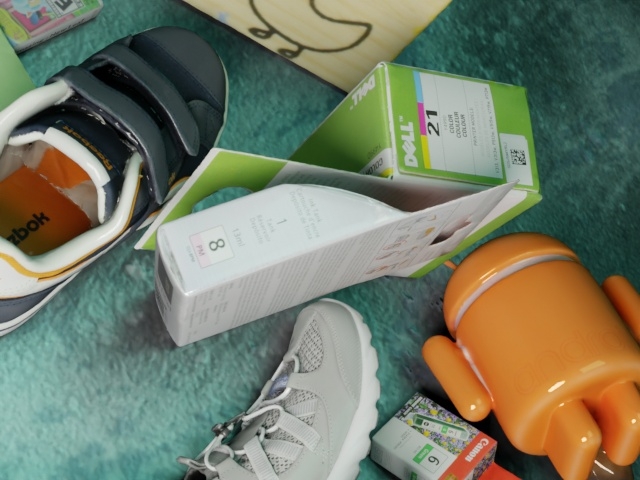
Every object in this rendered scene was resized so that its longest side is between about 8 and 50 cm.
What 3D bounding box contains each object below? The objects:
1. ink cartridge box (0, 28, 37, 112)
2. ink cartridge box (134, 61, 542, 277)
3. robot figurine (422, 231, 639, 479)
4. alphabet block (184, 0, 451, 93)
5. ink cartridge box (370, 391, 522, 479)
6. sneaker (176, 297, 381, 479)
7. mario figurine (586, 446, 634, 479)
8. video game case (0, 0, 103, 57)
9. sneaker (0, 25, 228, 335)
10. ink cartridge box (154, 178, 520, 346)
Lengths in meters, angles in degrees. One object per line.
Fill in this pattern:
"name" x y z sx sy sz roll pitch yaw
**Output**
"ink cartridge box" -0.320 -0.182 0.801 0.171 0.056 0.235 -28 81 -35
"ink cartridge box" 0.008 -0.053 0.864 0.255 0.189 0.097 7 67 -24
"robot figurine" 0.181 0.082 0.915 0.128 0.158 0.219 27 28 -48
"alphabet block" 0.013 -0.277 0.969 0.197 0.192 0.193 27 60 -14
"ink cartridge box" 0.102 0.171 0.878 0.115 0.029 0.063 30 50 27
"sneaker" -0.039 0.155 0.798 0.115 0.105 0.281 25 58 -13
"mario figurine" 0.195 0.273 0.824 0.170 0.198 0.320 51 50 -15
"video game case" -0.304 -0.225 0.875 0.193 0.023 0.212 -36 88 -35
"sneaker" -0.155 -0.066 0.822 0.126 0.127 0.321 38 55 -4
"ink cartridge box" 0.000 0.000 0.799 0.232 0.189 0.066 -23 79 -14
